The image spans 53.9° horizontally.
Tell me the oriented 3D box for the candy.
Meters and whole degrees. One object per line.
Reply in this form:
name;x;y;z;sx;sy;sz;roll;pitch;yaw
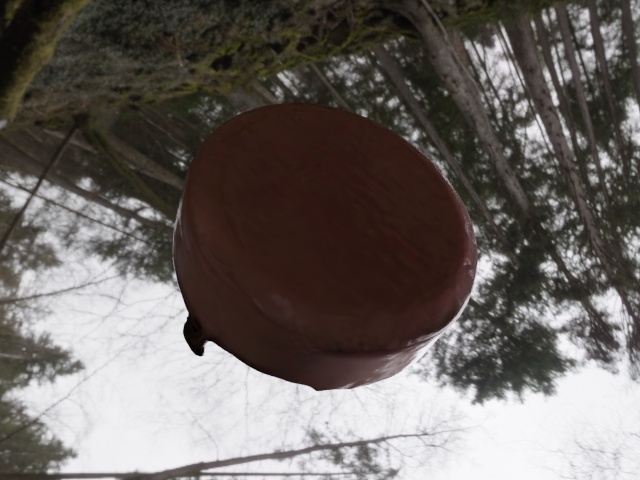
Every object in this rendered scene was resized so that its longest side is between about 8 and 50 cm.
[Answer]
candy;0.000;0.000;0.507;0.255;0.255;0.094;69;-30;29
